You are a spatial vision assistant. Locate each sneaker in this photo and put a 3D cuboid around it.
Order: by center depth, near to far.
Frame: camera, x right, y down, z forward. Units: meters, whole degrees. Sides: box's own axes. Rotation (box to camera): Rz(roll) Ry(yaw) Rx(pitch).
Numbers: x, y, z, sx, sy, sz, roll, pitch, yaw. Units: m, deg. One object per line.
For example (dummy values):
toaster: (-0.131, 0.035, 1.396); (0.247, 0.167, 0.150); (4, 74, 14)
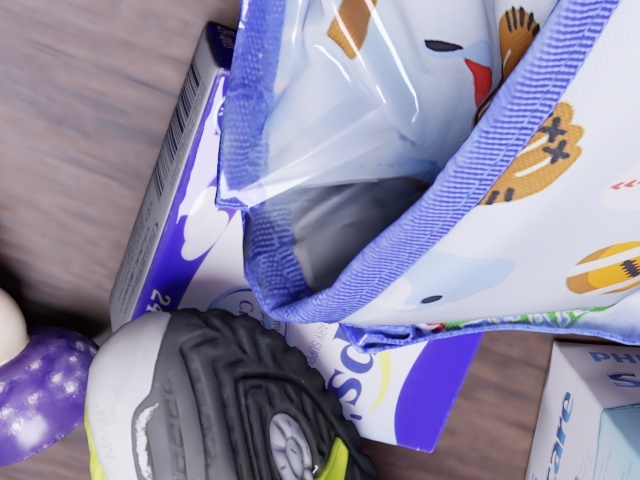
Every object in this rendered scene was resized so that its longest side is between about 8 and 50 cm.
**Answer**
sneaker: (-0.033, 0.193, 0.578); (0.147, 0.145, 0.385); (-6, 125, 14)

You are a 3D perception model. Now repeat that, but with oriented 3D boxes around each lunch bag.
lunch bag: (0.164, -0.130, 0.439); (0.328, 0.239, 0.385); (0, 128, -25)

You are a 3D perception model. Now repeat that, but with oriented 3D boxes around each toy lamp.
toy lamp: (-0.170, -0.045, 0.533); (0.080, 0.080, 0.275); (-26, 115, 0)

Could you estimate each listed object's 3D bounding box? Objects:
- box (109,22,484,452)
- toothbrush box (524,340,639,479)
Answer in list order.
box: (0.000, 0.000, 0.579); (0.137, 0.072, 0.126); (16, 107, -16)
toothbrush box: (0.220, 0.156, 0.555); (0.216, 0.295, 0.126); (4, 110, -12)
